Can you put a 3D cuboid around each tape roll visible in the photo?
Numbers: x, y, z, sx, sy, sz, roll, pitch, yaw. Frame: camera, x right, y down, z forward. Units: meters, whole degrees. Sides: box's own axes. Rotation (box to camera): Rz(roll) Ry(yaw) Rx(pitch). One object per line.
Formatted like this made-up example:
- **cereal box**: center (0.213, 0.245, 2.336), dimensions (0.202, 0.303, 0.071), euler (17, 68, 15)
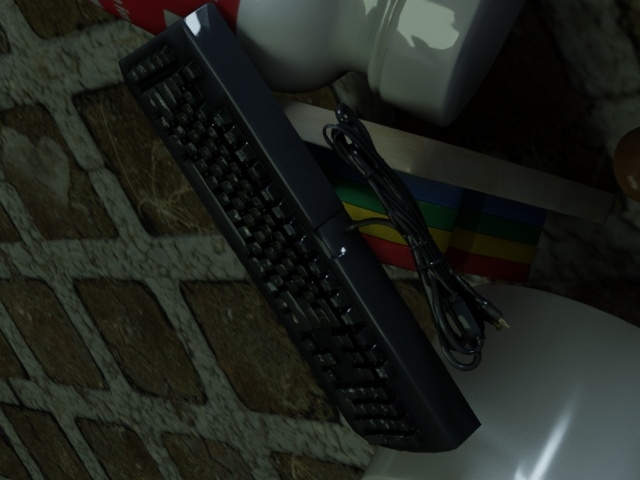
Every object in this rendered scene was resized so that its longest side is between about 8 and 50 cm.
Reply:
- **tape roll**: center (0.173, 0.167, 0.976), dimensions (0.246, 0.169, 0.246), euler (26, 161, 10)

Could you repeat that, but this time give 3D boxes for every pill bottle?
- **pill bottle**: center (-0.062, -0.238, 0.845), dimensions (0.408, 0.229, 0.229), euler (27, 142, 12)

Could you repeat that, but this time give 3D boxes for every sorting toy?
- **sorting toy**: center (0.034, -0.040, 0.933), dimensions (0.257, 0.255, 0.089), euler (21, 97, 38)

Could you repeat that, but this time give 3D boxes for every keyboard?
- **keyboard**: center (0.000, 0.000, 0.795), dimensions (0.201, 0.033, 0.317), euler (-19, 108, 53)

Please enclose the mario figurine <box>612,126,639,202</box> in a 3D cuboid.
- **mario figurine**: center (0.245, -0.036, 0.695), dimensions (0.198, 0.170, 0.320), euler (19, 168, -3)
